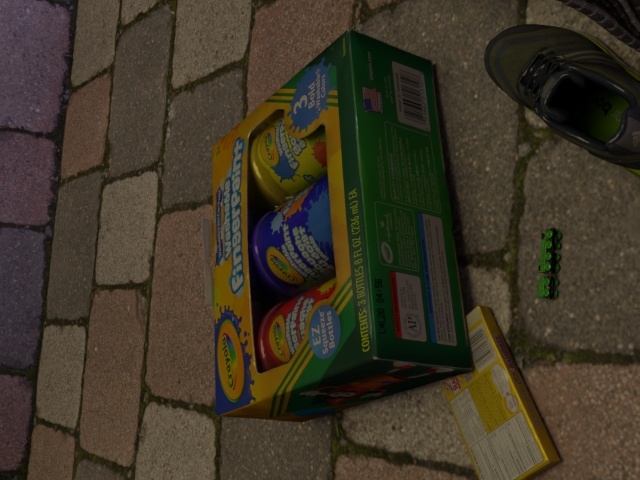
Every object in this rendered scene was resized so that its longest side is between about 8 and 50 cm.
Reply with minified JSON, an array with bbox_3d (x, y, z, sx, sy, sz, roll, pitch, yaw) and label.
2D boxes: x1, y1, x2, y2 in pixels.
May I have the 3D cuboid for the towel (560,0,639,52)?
[{"bbox_3d":[0.248,-0.296,0.812,0.121,0.283,0.235,-57,42,31],"label":"towel"}]

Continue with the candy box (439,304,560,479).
[{"bbox_3d":[0.200,0.191,0.987,0.105,0.027,0.206,-50,45,38],"label":"candy box"}]

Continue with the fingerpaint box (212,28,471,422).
[{"bbox_3d":[0.000,0.000,1.163,0.371,0.163,0.445,-29,57,49],"label":"fingerpaint box"}]

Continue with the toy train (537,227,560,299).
[{"bbox_3d":[0.261,0.027,0.950,0.023,0.017,0.083,-7,77,64],"label":"toy train"}]

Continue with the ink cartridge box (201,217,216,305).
[{"bbox_3d":[-0.126,0.053,1.329,0.045,0.179,0.145,-25,63,42],"label":"ink cartridge box"}]

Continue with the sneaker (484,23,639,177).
[{"bbox_3d":[0.270,-0.166,0.890,0.300,0.121,0.111,46,118,48],"label":"sneaker"}]
